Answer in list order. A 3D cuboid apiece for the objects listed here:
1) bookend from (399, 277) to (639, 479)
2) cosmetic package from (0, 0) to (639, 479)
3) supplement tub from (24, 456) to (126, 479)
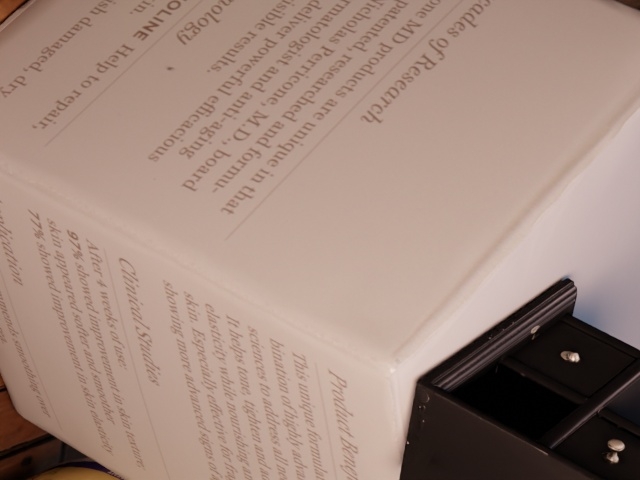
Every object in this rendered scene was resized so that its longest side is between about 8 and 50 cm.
[{"bbox_3d":[0.154,0.110,1.081,0.156,0.157,0.072,-29,138,-44],"label":"bookend"},{"bbox_3d":[0.000,0.000,1.315,0.327,0.393,0.329,-47,149,-29],"label":"cosmetic package"},{"bbox_3d":[-0.228,0.306,1.351,0.331,0.241,0.241,-21,130,-53],"label":"supplement tub"}]
